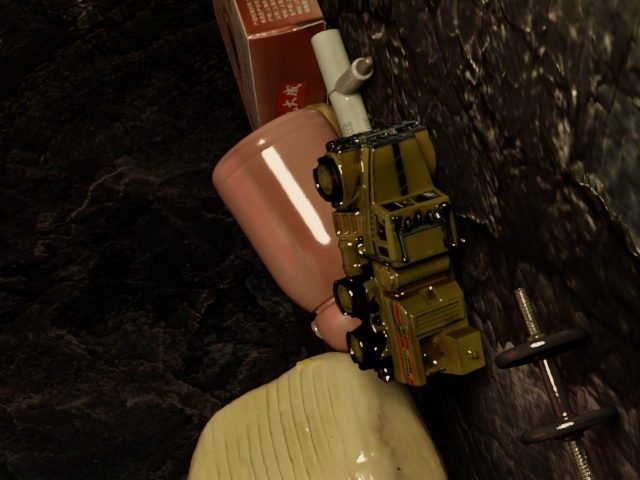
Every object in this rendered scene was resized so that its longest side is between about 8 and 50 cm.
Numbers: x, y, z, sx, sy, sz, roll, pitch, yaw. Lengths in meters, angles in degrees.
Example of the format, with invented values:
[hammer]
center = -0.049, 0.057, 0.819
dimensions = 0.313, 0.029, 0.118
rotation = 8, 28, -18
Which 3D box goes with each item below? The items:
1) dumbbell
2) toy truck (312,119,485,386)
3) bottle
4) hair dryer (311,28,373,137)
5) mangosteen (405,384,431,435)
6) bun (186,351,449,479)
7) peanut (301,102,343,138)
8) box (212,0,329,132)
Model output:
[dumbbell]
center = 0.163, 0.102, 0.650
dimensions = 0.069, 0.069, 0.147
rotation = 96, 158, -73
[toy truck]
center = 0.085, 0.014, 0.933
dimensions = 0.127, 0.127, 0.257
rotation = 12, 117, 66
[bottle]
center = 0.000, 0.000, 1.206
dimensions = 0.297, 0.173, 0.206
rotation = 56, 146, 7
[hair dryer]
center = 0.038, -0.218, 1.155
dimensions = 0.183, 0.044, 0.154
rotation = 116, 136, -73
[mangosteen]
center = 0.080, 0.255, 1.352
dimensions = 0.194, 0.194, 0.230
rotation = -121, 51, -67
[bun]
center = 0.003, 0.315, 1.131
dimensions = 0.213, 0.361, 0.361
rotation = 42, -160, -44
[peanut]
center = 0.024, -0.087, 1.326
dimensions = 0.108, 0.095, 0.226
rotation = -1, -109, -80
[box]
center = -0.098, -0.377, 1.546
dimensions = 0.344, 0.122, 0.385
rotation = 87, 166, -62
